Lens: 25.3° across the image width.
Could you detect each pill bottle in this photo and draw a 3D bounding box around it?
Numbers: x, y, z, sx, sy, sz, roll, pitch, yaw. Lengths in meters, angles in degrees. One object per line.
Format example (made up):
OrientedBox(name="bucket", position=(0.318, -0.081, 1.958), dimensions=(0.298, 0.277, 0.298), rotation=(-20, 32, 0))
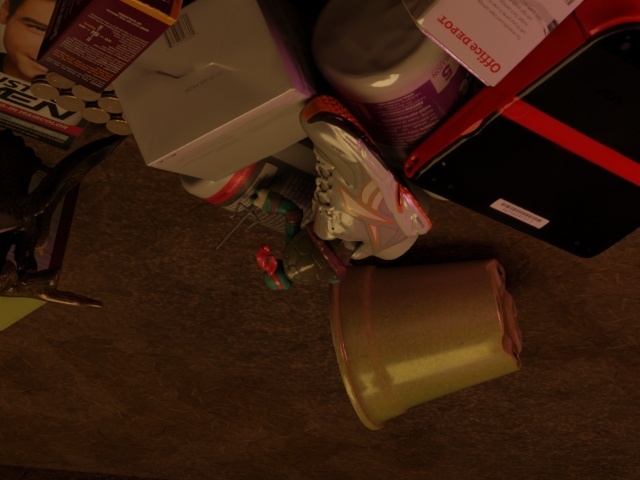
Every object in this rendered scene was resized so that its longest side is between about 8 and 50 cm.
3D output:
OrientedBox(name="pill bottle", position=(-0.014, -0.088, 1.909), dimensions=(0.318, 0.176, 0.176), rotation=(24, 149, -27))
OrientedBox(name="pill bottle", position=(0.120, -0.174, 1.712), dimensions=(0.169, 0.169, 0.301), rotation=(-5, 151, 24))

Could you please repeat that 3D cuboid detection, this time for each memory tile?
OrientedBox(name="memory tile", position=(-0.269, -0.177, 1.744), dimensions=(0.148, 0.012, 0.113), rotation=(26, 148, -32))

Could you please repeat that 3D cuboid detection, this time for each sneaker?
OrientedBox(name="sneaker", position=(0.029, -0.057, 1.646), dimensions=(0.121, 0.099, 0.262), rotation=(-34, 137, 6))

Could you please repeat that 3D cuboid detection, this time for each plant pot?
OrientedBox(name="plant pot", position=(0.177, 0.142, 2.250), dimensions=(0.254, 0.276, 0.276), rotation=(-13, 148, 15))

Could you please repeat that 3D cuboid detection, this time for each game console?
OrientedBox(name="game console", position=(0.334, -0.127, 1.700), dimensions=(0.386, 0.060, 0.342), rotation=(21, 133, -42))

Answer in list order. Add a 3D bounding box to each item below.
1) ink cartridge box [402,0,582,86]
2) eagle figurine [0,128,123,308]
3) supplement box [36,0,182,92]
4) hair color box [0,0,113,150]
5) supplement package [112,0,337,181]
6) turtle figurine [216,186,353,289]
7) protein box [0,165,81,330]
OrientedBox(name="ink cartridge box", position=(0.195, -0.276, 1.492), dimensions=(0.190, 0.082, 0.139), rotation=(-43, 131, 17))
OrientedBox(name="eagle figurine", position=(-0.393, -0.056, 1.942), dimensions=(0.226, 0.298, 0.225), rotation=(20, 154, -25))
OrientedBox(name="supplement box", position=(-0.214, -0.246, 1.487), dimensions=(0.080, 0.104, 0.188), rotation=(25, 149, -24))
OrientedBox(name="hair color box", position=(-0.326, -0.259, 1.736), dimensions=(0.185, 0.114, 0.374), rotation=(19, 151, -21))
OrientedBox(name="supplement package", position=(-0.106, -0.181, 1.653), dimensions=(0.194, 0.149, 0.203), rotation=(-25, 170, 15))
OrientedBox(name="turtle figurine", position=(0.000, 0.000, 1.800), dimensions=(0.234, 0.118, 0.175), rotation=(-31, 126, 1))
OrientedBox(name="protein box", position=(-0.490, 0.003, 2.194), dimensions=(0.136, 0.201, 0.200), rotation=(24, 149, -28))
